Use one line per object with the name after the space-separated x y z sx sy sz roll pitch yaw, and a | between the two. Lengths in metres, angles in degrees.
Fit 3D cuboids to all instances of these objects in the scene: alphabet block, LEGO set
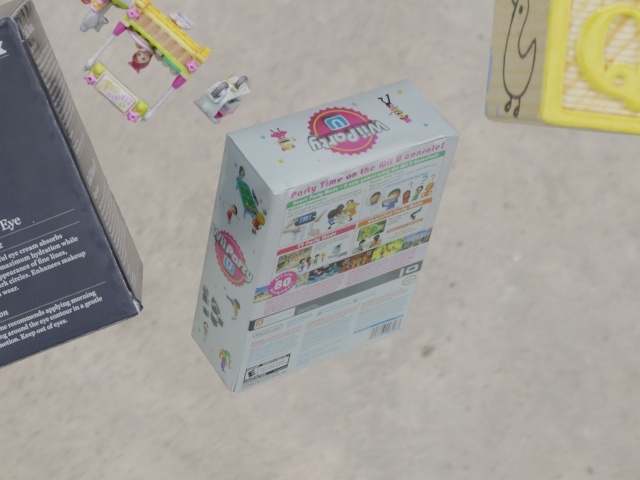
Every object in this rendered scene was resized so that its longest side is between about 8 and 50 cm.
0.323 -0.224 1.909 0.193 0.197 0.192 3 94 -14 | alphabet block
-0.210 -0.223 1.679 0.107 0.132 0.287 -47 76 16 | LEGO set

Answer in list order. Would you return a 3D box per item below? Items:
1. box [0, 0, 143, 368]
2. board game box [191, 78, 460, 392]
-0.388 -0.030 1.568 0.343 0.179 0.312 -20 107 0 | box
0.000 0.000 1.648 0.224 0.303 0.097 -19 54 -29 | board game box
